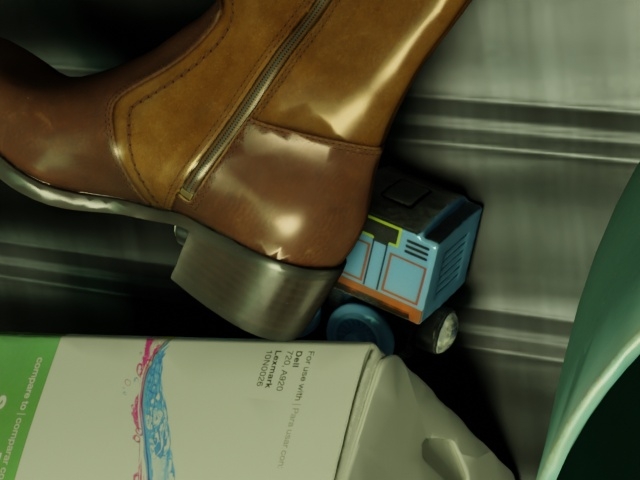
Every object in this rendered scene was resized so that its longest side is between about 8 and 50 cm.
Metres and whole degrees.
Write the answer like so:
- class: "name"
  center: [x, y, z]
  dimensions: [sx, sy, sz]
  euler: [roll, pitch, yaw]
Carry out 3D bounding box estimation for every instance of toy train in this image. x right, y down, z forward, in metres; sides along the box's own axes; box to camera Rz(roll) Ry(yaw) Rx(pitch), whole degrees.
- class: "toy train"
  center: [0.000, 0.000, 1.014]
  dimensions: [0.184, 0.080, 0.105]
  euler: [24, 119, 21]

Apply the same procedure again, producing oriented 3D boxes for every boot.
- class: "boot"
  center: [-0.056, -0.127, 0.924]
  dimensions: [0.264, 0.096, 0.280]
  euler: [35, 114, 23]

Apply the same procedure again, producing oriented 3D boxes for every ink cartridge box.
- class: "ink cartridge box"
  center: [-0.053, 0.148, 1.057]
  dimensions: [0.278, 0.117, 0.201]
  euler: [0, 151, 32]

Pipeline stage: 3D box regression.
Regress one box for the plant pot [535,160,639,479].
- class: "plant pot"
  center: [0.215, 0.043, 0.564]
  dimensions: [0.293, 0.235, 0.293]
  euler: [5, 122, 8]
